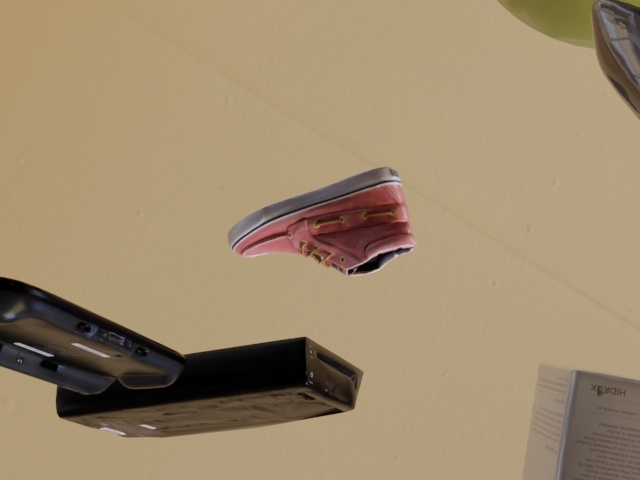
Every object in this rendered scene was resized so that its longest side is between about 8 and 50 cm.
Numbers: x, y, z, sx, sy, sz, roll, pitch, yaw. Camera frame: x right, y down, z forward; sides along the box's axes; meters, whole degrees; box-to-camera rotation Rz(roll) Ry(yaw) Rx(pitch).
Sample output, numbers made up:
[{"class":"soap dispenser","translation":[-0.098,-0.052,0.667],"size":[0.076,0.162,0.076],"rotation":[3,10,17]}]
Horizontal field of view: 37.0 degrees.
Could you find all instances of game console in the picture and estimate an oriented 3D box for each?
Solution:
[{"class":"game console","translation":[-0.124,0.083,0.656],"size":[0.213,0.361,0.044],"rotation":[-11,-113,21]}]

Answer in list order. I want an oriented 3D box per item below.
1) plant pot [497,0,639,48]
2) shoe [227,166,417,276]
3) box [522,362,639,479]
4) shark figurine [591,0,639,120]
[{"class":"plant pot","translation":[0.226,-0.301,0.659],"size":[0.274,0.293,0.275],"rotation":[0,-92,10]},{"class":"shoe","translation":[0.000,0.000,0.889],"size":[0.177,0.063,0.081],"rotation":[-20,-106,14]},{"class":"box","translation":[0.193,0.131,0.619],"size":[0.101,0.101,0.087],"rotation":[11,-95,1]},{"class":"shark figurine","translation":[0.233,-0.049,0.422],"size":[0.116,0.278,0.166],"rotation":[-25,-77,-32]}]
